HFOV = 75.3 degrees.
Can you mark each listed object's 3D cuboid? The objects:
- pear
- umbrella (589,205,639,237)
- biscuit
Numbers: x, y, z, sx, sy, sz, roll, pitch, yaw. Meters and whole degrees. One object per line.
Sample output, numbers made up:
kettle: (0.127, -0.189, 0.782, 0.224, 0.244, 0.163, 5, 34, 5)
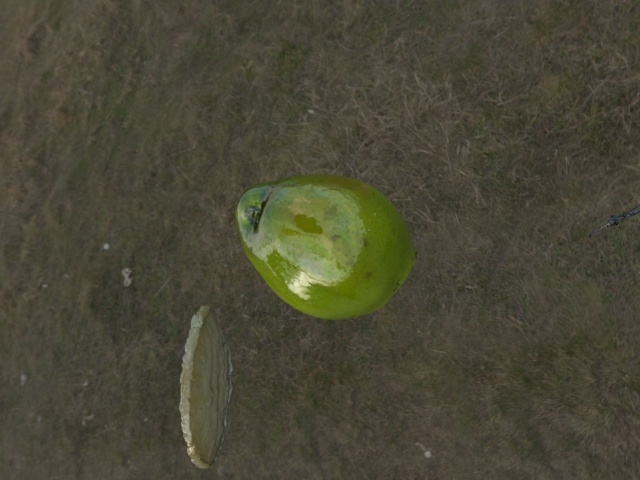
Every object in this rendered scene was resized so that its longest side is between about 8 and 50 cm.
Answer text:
pear: (0.000, 0.000, 0.516, 0.187, 0.219, 0.187, -51, 16, 21)
umbrella: (0.497, -0.045, 0.663, 0.022, 0.022, 0.149, 44, 141, 2)
biscuit: (-0.185, 0.241, 0.690, 0.040, 0.188, 0.266, -1, 95, 5)
